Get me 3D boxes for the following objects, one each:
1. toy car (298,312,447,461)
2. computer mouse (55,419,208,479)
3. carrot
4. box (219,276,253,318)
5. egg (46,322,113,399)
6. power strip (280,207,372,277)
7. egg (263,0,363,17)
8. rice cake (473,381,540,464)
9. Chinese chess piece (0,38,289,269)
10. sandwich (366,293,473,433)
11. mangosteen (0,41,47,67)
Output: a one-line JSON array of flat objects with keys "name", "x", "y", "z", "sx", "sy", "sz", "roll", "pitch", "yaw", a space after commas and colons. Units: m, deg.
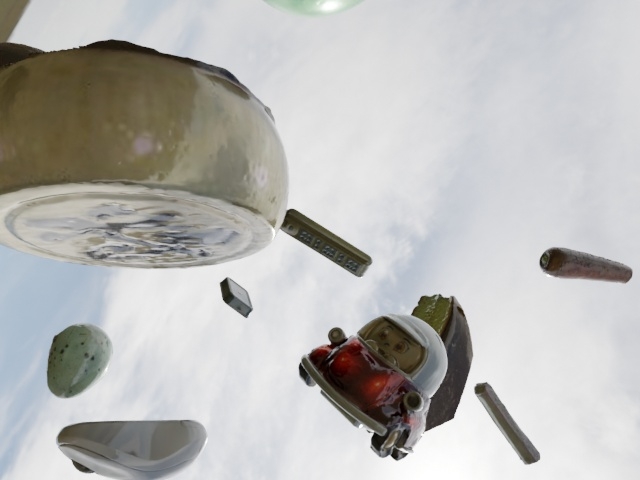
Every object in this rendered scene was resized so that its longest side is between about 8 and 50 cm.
[{"name": "toy car", "x": 0.063, "y": 0.120, "z": 0.463, "sx": 0.112, "sy": 0.139, "sz": 0.112, "roll": 34, "pitch": -100, "yaw": 38}, {"name": "computer mouse", "x": -0.382, "y": 0.433, "z": 1.060, "sx": 0.184, "sy": 0.296, "sz": 0.121, "roll": -29, "pitch": -122, "yaw": 49}, {"name": "carrot", "x": 0.455, "y": 0.045, "z": 0.886, "sx": 0.055, "sy": 0.161, "sz": 0.055, "roll": -173, "pitch": -90, "yaw": -81}, {"name": "box", "x": -0.223, "y": 0.148, "z": 1.374, "sx": 0.031, "sy": 0.091, "sz": 0.126, "roll": -46, "pitch": -156, "yaw": 5}, {"name": "egg", "x": -0.514, "y": 0.252, "z": 1.091, "sx": 0.131, "sy": 0.131, "sz": 0.164, "roll": -29, "pitch": -152, "yaw": 33}, {"name": "power strip", "x": 0.000, "y": 0.000, "z": 1.798, "sx": 0.066, "sy": 0.387, "sz": 0.092, "roll": -52, "pitch": 172, "yaw": -46}, {"name": "egg", "x": 0.000, "y": -0.395, "z": 0.618, "sx": 0.220, "sy": 0.220, "sz": 0.270, "roll": -15, "pitch": -140, "yaw": 42}, {"name": "rice cake", "x": 0.423, "y": 0.415, "z": 1.182, "sx": 0.207, "sy": 0.036, "sz": 0.047, "roll": 55, "pitch": -51, "yaw": 11}, {"name": "Chinese chess piece", "x": -0.154, "y": -0.050, "z": 0.438, "sx": 0.257, "sy": 0.257, "sz": 0.104, "roll": -17, "pitch": -112, "yaw": 41}, {"name": "sandwich", "x": 0.165, "y": 0.203, "z": 0.799, "sx": 0.094, "sy": 0.096, "sz": 0.258, "roll": -16, "pitch": -143, "yaw": 53}, {"name": "mangosteen", "x": -0.439, "y": -0.130, "z": 0.763, "sx": 0.297, "sy": 0.293, "sz": 0.297, "roll": -43, "pitch": -152, "yaw": 30}]
